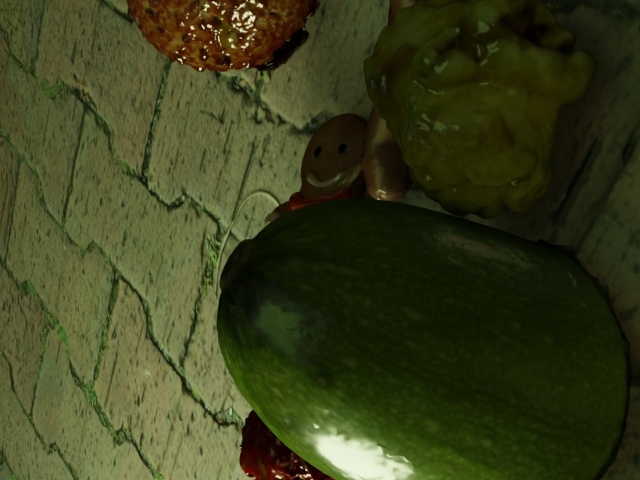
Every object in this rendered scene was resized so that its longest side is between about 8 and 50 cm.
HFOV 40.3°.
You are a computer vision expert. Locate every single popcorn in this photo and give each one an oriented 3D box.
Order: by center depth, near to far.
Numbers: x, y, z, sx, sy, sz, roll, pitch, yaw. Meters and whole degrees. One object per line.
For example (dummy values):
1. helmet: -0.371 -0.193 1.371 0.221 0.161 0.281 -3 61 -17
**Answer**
1. popcorn: 0.156 -0.136 0.822 0.203 0.200 0.226 -26 36 22

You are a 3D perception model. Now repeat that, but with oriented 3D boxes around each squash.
1. squash: 0.062 0.097 0.770 0.310 0.309 0.310 -23 57 40

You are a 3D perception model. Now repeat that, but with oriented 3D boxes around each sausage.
1. sausage: 0.093 -0.193 0.961 0.078 0.078 0.304 19 106 50

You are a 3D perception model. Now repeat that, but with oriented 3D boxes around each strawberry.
1. strawberry: -0.003 0.229 1.031 0.234 0.178 0.233 2 92 45

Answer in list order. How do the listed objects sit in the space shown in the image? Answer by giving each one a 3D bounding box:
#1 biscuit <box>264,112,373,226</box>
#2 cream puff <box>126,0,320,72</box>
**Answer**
1. biscuit: -0.001 -0.001 1.047 0.205 0.049 0.324 7 79 47
2. cream puff: -0.147 -0.386 1.134 0.350 0.229 0.350 0 90 51
